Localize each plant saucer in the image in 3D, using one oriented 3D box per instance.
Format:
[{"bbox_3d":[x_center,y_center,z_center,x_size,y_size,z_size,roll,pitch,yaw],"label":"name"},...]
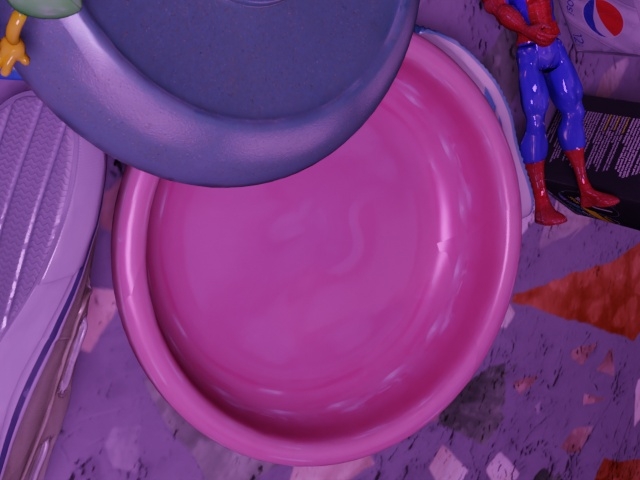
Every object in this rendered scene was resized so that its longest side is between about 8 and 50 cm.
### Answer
[{"bbox_3d":[-0.051,-0.191,0.549,0.318,0.044,0.317,-2,93,-35],"label":"plant saucer"},{"bbox_3d":[0.000,0.000,0.689,0.332,0.084,0.332,-4,99,-28],"label":"plant saucer"}]

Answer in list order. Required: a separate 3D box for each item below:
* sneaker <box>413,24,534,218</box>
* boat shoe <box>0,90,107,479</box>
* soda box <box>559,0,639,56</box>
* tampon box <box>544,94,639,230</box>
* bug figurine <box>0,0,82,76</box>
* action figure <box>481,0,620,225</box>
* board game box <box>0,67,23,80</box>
[{"bbox_3d":[0.113,-0.082,0.793,0.092,0.087,0.228,-40,123,-14],"label":"sneaker"},{"bbox_3d":[-0.200,0.055,0.577,0.094,0.109,0.302,9,103,-67],"label":"boat shoe"},{"bbox_3d":[0.358,-0.314,0.919,0.286,0.091,0.098,-47,129,-19],"label":"soda box"},{"bbox_3d":[0.320,-0.072,0.920,0.120,0.161,0.101,27,86,-42],"label":"tampon box"},{"bbox_3d":[-0.175,-0.217,0.415,0.216,0.072,0.279,31,86,-14],"label":"bug figurine"},{"bbox_3d":[0.215,-0.157,0.792,0.091,0.139,0.280,-19,98,-17],"label":"action figure"},{"bbox_3d":[-0.186,-0.175,0.531,0.210,0.047,0.160,-6,107,-40],"label":"board game box"}]
